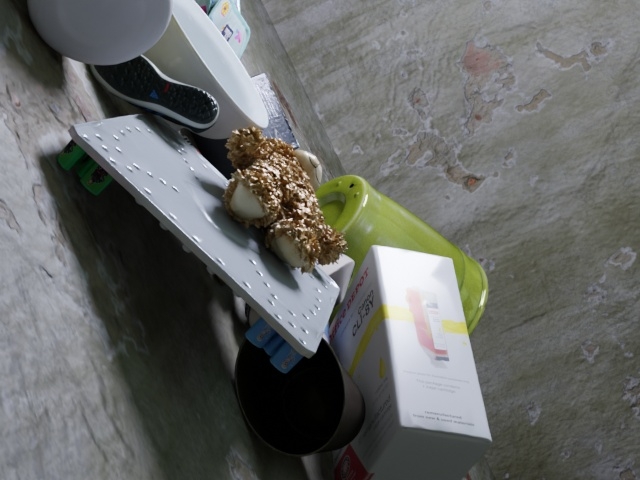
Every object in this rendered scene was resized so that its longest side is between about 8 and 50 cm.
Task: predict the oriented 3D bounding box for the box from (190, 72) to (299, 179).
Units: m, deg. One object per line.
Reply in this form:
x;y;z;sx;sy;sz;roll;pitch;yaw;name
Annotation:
-0.147;-0.206;1.939;0.158;0.093;0.156;-27;93;-45;box

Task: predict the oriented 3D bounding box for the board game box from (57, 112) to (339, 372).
-0.145;-0.014;1.414;0.390;0.050;0.390;43;11;-2;board game box

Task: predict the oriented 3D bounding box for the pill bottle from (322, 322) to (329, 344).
-0.027;0.174;1.848;0.087;0.087;0.160;61;11;-21;pill bottle

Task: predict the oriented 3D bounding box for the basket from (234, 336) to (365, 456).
-0.017;0.236;1.576;0.204;0.154;0.227;66;5;22;basket

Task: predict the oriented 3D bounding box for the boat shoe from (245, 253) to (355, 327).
-0.078;0.072;1.797;0.158;0.127;0.340;22;15;20;boat shoe

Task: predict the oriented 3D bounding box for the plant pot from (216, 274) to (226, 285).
-0.129;0.010;1.678;0.109;0.109;0.096;62;22;-20;plant pot

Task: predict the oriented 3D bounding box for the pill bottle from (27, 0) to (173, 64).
-0.314;-0.411;1.461;0.188;0.187;0.334;55;14;-46;pill bottle

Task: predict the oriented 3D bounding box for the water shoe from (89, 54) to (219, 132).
-0.249;-0.213;1.548;0.203;0.073;0.080;29;-17;-7;water shoe

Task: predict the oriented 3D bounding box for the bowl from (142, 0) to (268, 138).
-0.223;-0.274;1.728;0.298;0.134;0.298;53;12;-17;bowl

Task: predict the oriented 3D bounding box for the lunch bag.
-0.242;-0.463;2.115;0.223;0.160;0.262;48;34;-73;lunch bag

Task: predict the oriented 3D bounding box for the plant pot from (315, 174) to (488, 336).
0.103;0.061;2.206;0.353;0.366;0.366;47;17;-28;plant pot

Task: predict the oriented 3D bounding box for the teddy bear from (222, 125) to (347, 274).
-0.050;-0.067;1.535;0.245;0.113;0.338;47;11;6;teddy bear

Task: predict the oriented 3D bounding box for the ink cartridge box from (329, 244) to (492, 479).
0.128;0.242;1.774;0.385;0.160;0.279;-95;-157;-45;ink cartridge box

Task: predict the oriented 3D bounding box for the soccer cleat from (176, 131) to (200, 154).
-0.228;-0.160;1.783;0.083;0.029;0.036;40;30;-59;soccer cleat
